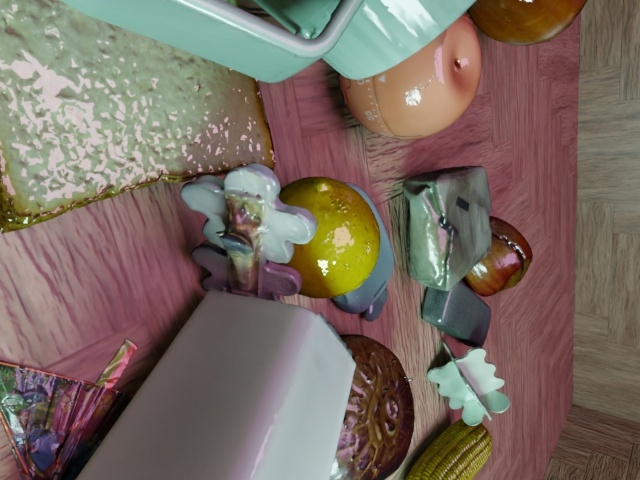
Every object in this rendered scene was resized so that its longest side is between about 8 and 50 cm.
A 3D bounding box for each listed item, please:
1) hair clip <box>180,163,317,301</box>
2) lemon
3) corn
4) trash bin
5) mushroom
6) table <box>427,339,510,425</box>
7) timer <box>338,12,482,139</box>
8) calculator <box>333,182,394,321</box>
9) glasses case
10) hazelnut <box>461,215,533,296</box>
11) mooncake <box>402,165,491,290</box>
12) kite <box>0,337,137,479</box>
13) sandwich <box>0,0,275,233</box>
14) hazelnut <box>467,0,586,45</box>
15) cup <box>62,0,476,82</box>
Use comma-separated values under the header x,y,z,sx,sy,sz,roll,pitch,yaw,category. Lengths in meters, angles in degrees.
x,y,z,sx,sy,sz,roll,pitch,yaw,category
-0.085,0.015,0.486,0.257,0.146,0.075,104,-5,-60,hair clip
0.000,0.000,0.610,0.173,0.173,0.206,-57,137,-27,lemon
0.329,0.586,1.075,0.344,0.131,0.131,-13,105,-45,corn
-0.093,0.260,0.457,0.256,0.296,0.368,58,47,-43,trash bin
0.059,0.305,0.720,0.297,0.163,0.278,1,94,-49,mushroom
0.392,0.373,1.110,0.198,0.166,0.166,52,58,-29,table
0.148,-0.289,0.711,0.229,0.215,0.230,-10,105,-41,timer
0.074,0.031,0.789,0.185,0.041,0.299,-45,124,-35,calculator
0.378,0.197,1.122,0.323,0.074,0.131,33,70,-45,glasses case
0.461,0.036,1.120,0.212,0.181,0.181,-39,136,-27,hazelnut
0.287,-0.039,0.947,0.254,0.136,0.250,-21,108,-39,mooncake
-0.267,0.193,0.457,0.241,0.014,0.183,46,61,-39,kite
-0.204,-0.174,0.419,0.301,0.099,0.271,-24,105,-43,sandwich
0.497,-0.657,0.989,0.372,0.315,0.372,2,84,-19,hazelnut
-0.052,-0.338,0.353,0.392,0.310,0.401,35,101,-30,cup
